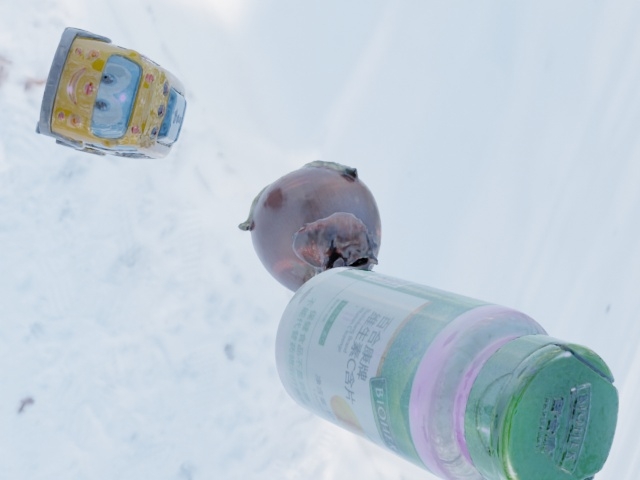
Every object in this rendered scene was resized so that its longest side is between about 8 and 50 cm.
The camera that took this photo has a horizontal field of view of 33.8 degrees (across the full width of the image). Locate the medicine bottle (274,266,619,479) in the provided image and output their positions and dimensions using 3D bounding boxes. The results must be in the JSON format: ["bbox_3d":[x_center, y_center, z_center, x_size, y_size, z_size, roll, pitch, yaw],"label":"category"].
[{"bbox_3d":[0.086,0.102,0.787,0.133,0.274,0.133,-5,100,-33],"label":"medicine bottle"}]

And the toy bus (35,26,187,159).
[{"bbox_3d":[-0.224,-0.153,1.175,0.209,0.136,0.126,13,93,-88],"label":"toy bus"}]

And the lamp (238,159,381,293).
[{"bbox_3d":[0.008,-0.008,1.189,0.151,0.223,0.215,-35,149,-16],"label":"lamp"}]
